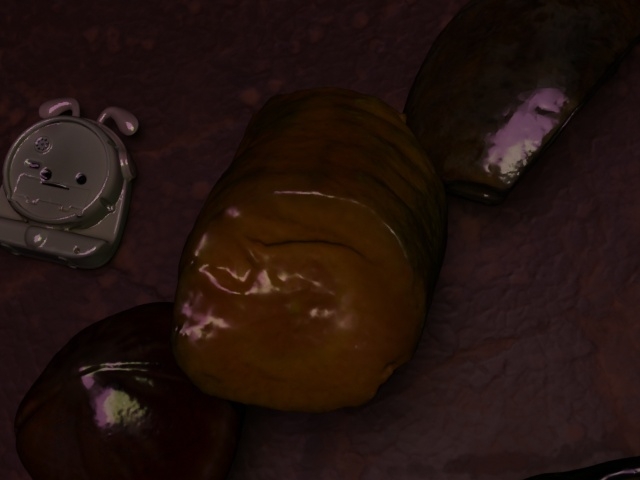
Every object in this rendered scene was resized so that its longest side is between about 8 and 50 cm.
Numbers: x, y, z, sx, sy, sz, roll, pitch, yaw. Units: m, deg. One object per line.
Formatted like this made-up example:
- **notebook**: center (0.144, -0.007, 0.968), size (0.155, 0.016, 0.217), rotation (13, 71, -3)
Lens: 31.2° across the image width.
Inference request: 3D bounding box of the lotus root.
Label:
- **lotus root**: center (0.200, -0.174, 1.189), size (0.210, 0.142, 0.314), rotation (26, 78, 16)

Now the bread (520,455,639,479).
- **bread**: center (0.221, 0.333, 1.014), size (0.376, 0.208, 0.251), rotation (-12, 77, 1)

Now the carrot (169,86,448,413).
- **carrot**: center (0.000, 0.000, 1.107), size (0.241, 0.341, 0.241), rotation (5, 119, 9)

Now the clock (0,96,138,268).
- **clock**: center (-0.283, -0.071, 1.273), size (0.151, 0.062, 0.191), rotation (12, 75, 12)

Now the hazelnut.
- **hazelnut**: center (-0.177, 0.164, 1.112), size (0.229, 0.229, 0.229), rotation (-2, 74, 8)
